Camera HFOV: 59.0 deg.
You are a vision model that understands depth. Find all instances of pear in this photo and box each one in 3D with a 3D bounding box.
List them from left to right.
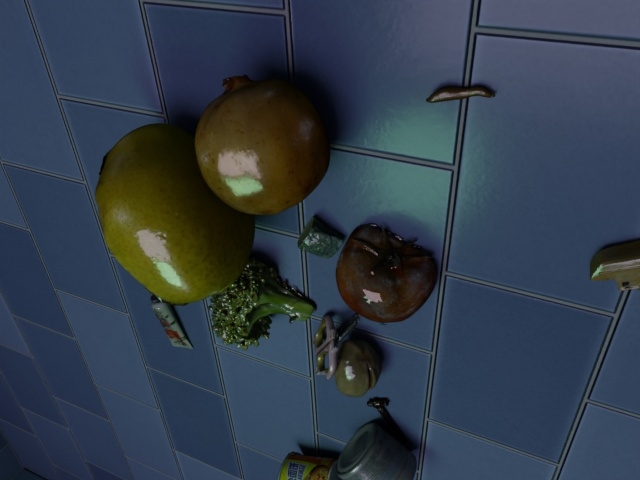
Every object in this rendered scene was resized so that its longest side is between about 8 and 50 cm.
[{"bbox_3d":[-0.267,-0.078,1.173,0.191,0.340,0.386,-29,84,35],"label":"pear"}]

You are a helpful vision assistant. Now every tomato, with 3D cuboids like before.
[{"bbox_3d":[0.125,0.088,1.188,0.214,0.155,0.180,24,136,12],"label":"tomato"}]

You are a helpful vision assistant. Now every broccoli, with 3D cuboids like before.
[{"bbox_3d":[-0.170,0.171,1.399,0.273,0.180,0.242,27,132,10],"label":"broccoli"}]

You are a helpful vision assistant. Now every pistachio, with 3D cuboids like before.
[{"bbox_3d":[0.088,0.321,1.410,0.124,0.124,0.185,24,138,13],"label":"pistachio"}]

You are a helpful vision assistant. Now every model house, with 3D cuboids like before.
[{"bbox_3d":[0.000,0.000,1.262,0.083,0.066,0.078,26,124,-13],"label":"model house"}]

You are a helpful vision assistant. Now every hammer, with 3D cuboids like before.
[{"bbox_3d":[0.194,0.498,1.545,0.065,0.021,0.178,-20,112,38],"label":"hammer"}]

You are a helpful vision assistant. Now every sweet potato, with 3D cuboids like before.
[{"bbox_3d":[0.234,-0.248,0.950,0.115,0.026,0.026,0,123,24],"label":"sweet potato"}]

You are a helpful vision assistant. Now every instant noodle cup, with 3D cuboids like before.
[{"bbox_3d":[-0.009,0.766,1.757,0.174,0.213,0.213,-13,116,28],"label":"instant noodle cup"}]

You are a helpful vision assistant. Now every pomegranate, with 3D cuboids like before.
[{"bbox_3d":[-0.113,-0.177,1.050,0.264,0.264,0.264,16,130,20],"label":"pomegranate"}]

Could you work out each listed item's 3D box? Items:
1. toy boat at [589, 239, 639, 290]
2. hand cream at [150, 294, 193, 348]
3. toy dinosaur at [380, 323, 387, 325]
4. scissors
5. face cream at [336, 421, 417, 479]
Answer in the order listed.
[{"bbox_3d":[0.561,0.040,0.954,0.200,0.057,0.077,-16,119,37],"label":"toy boat"},{"bbox_3d":[-0.462,0.254,1.735,0.080,0.050,0.234,4,132,23],"label":"hand cream"},{"bbox_3d":[0.139,0.168,1.319,0.047,0.030,0.083,15,130,23],"label":"toy dinosaur"},{"bbox_3d":[0.036,0.234,1.340,0.024,0.160,0.317,4,153,-17],"label":"scissors"},{"bbox_3d":[0.151,0.613,1.549,0.153,0.177,0.177,42,134,-4],"label":"face cream"}]
